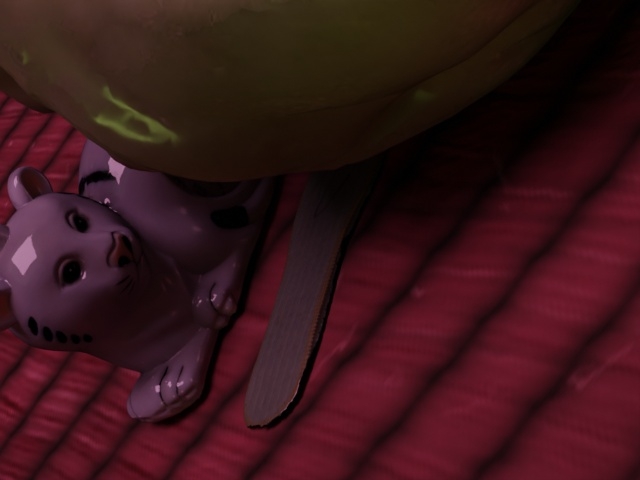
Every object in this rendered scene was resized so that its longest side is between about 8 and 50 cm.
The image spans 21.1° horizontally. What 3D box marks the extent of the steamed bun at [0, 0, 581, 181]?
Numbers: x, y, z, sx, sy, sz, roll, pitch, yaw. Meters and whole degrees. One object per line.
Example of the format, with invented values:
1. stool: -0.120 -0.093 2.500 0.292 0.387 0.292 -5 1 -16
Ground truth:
1. steamed bun: -0.016 -0.183 0.750 0.346 0.237 0.394 -40 54 4

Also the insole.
1. insole: 0.000 0.000 0.773 0.064 0.004 0.188 -24 42 52

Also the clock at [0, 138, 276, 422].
1. clock: -0.094 -0.013 0.827 0.080 0.117 0.176 -25 40 49
